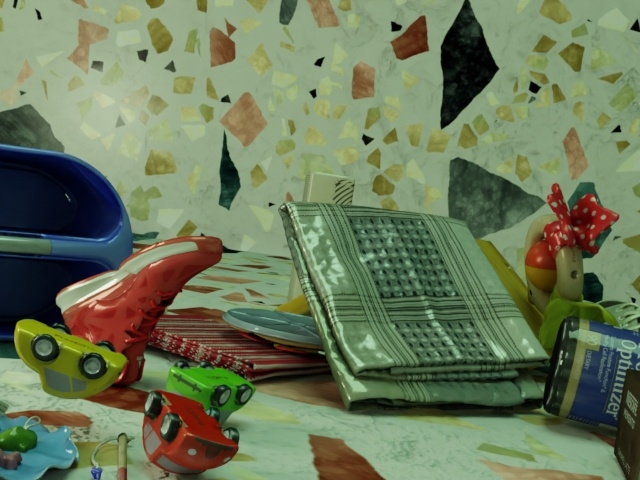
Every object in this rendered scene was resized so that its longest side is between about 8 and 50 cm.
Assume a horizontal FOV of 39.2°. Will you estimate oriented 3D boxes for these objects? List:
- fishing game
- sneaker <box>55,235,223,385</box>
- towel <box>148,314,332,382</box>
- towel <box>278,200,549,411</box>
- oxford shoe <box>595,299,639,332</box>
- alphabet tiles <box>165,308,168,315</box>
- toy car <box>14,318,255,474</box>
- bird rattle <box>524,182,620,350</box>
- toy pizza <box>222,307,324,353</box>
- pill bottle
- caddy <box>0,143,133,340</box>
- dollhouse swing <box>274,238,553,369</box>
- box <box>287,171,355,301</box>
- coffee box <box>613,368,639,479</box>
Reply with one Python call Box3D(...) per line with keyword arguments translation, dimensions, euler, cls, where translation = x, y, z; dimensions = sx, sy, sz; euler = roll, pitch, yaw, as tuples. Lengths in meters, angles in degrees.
Box3D(translation=(-0.273, 0.143, 0.685), dimensions=(0.264, 0.041, 0.189), euler=(10, 2, -12), cls="fishing game")
Box3D(translation=(-0.185, 0.084, 0.985), dimensions=(0.221, 0.128, 0.087), euler=(-24, -15, 28), cls="sneaker")
Box3D(translation=(-0.133, 0.141, 1.206), dimensions=(0.274, 0.031, 0.199), euler=(13, 3, 35), cls="towel")
Box3D(translation=(0.123, 0.075, 1.145), dimensions=(0.312, 0.056, 0.324), euler=(6, 46, -31), cls="towel")
Box3D(translation=(0.505, 0.166, 1.406), dimensions=(0.169, 0.130, 0.449), euler=(5, 3, 1), cls="oxford shoe")
Box3D(translation=(-0.381, 0.098, 1.413), dimensions=(0.278, 0.021, 0.284), euler=(10, 3, 33), cls="alphabet tiles")
Box3D(translation=(-0.134, 0.143, 0.804), dimensions=(0.239, 0.053, 0.225), euler=(25, 3, 27), cls="toy car")
Box3D(translation=(0.357, 0.037, 1.378), dimensions=(0.143, 0.254, 0.207), euler=(-14, 10, -10), cls="bird rattle")
Box3D(translation=(-0.036, 0.128, 1.221), dimensions=(0.201, 0.032, 0.201), euler=(11, 3, -1), cls="toy pizza")
Box3D(translation=(0.383, 0.171, 1.059), dimensions=(0.219, 0.123, 0.123), euler=(13, 4, 12), cls="pill bottle")
Box3D(translation=(-0.409, 0.001, 1.126), dimensions=(0.341, 0.241, 0.179), euler=(5, 0, -36), cls="caddy")
Box3D(translation=(0.155, 0.153, 1.457), dimensions=(0.315, 0.305, 0.347), euler=(54, 23, 20), cls="dollhouse swing")
Box3D(translation=(0.000, 0.000, 1.841), dimensions=(0.094, 0.275, 0.113), euler=(8, 4, -7), cls="box")
Box3D(translation=(0.425, 0.202, 0.873), dimensions=(0.246, 0.098, 0.141), euler=(9, 3, 9), cls="coffee box")
